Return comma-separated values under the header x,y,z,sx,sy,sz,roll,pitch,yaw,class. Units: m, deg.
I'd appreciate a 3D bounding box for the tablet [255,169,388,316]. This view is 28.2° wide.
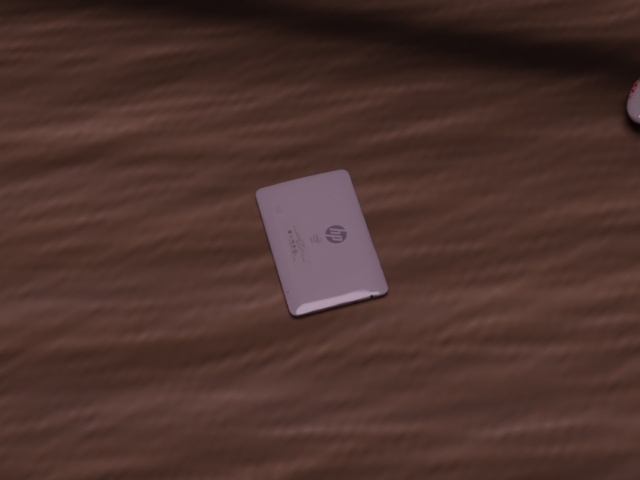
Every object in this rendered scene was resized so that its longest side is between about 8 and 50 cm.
x,y,z,sx,sy,sz,roll,pitch,yaw,class
0.000,0.000,0.689,0.054,0.006,0.083,-14,60,-7,tablet

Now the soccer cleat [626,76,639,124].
x,y,z,sx,sy,sz,roll,pitch,yaw,class
0.202,-0.098,0.725,0.029,0.035,0.083,38,67,22,soccer cleat
